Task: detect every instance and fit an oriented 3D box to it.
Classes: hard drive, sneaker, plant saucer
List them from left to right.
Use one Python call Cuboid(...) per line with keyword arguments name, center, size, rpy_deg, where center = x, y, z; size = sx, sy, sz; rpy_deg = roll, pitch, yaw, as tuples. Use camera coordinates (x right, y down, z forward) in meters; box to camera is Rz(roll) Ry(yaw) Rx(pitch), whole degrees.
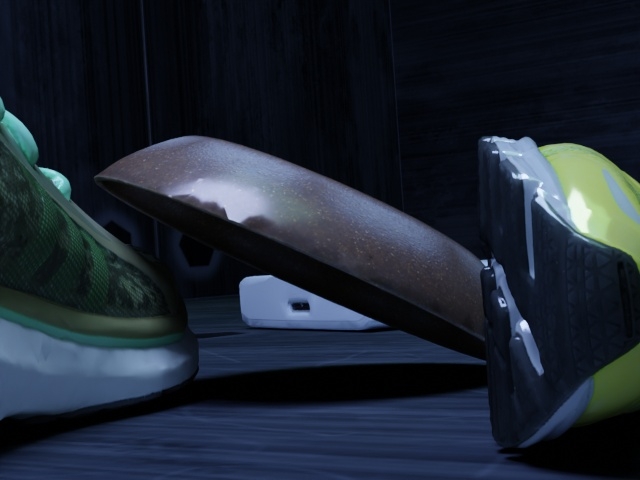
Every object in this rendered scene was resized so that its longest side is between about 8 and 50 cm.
Cuboid(name="sneaker", center=(-0.143, -0.022, 0.512), size=(0.158, 0.182, 0.410), rpy_deg=(-4, -2, 7))
Cuboid(name="plant saucer", center=(0.000, 0.000, 0.617), size=(0.199, 0.036, 0.198), rpy_deg=(24, -5, 2))
Cuboid(name="hard drive", center=(0.140, 0.038, 1.190), size=(0.353, 0.047, 0.233), rpy_deg=(-4, -1, -26))
Cuboid(name="sneaker", center=(0.093, 0.012, 0.409), size=(0.094, 0.081, 0.208), rpy_deg=(-2, -1, 9))
